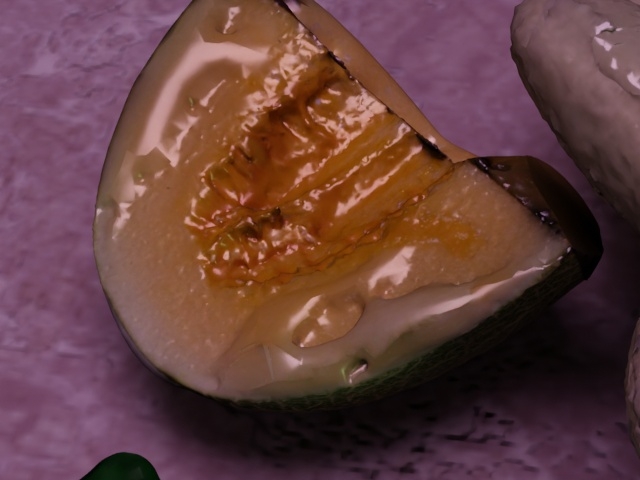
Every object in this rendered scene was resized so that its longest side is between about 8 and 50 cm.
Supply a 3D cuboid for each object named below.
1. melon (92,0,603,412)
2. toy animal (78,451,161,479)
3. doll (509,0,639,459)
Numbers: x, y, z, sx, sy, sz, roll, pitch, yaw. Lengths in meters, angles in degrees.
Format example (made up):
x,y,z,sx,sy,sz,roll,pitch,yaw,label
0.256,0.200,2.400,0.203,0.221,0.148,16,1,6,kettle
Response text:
x,y,z,sx,sy,sz,roll,pitch,yaw,label
0.000,0.000,0.551,0.128,0.079,0.160,-40,55,-8,melon
0.002,0.122,0.417,0.251,0.127,0.125,1,32,-16,toy animal
0.133,0.011,0.495,0.175,0.149,0.278,1,32,-5,doll
